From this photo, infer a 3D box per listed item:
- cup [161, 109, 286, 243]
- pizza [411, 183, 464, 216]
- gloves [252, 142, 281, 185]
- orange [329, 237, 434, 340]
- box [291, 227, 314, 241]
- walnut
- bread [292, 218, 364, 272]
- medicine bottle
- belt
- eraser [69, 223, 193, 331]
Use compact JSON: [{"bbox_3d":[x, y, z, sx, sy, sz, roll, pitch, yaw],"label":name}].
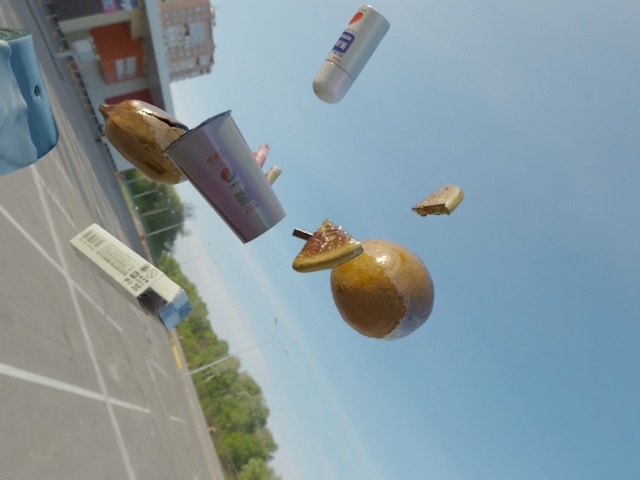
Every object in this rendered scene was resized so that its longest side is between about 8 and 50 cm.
[{"bbox_3d":[-0.219,-0.145,1.195,0.288,0.203,0.203,56,-16,-11],"label":"cup"},{"bbox_3d":[0.287,-0.090,1.189,0.041,0.131,0.178,61,13,-14],"label":"pizza"},{"bbox_3d":[-0.211,-0.184,1.370,0.145,0.241,0.126,16,-15,26],"label":"gloves"},{"bbox_3d":[0.147,0.118,1.214,0.264,0.265,0.264,54,-23,37],"label":"orange"},{"bbox_3d":[0.000,0.000,1.719,0.178,0.115,0.035,20,-84,19],"label":"box"},{"bbox_3d":[-0.522,-0.309,1.495,0.336,0.208,0.209,36,-8,-21],"label":"walnut"},{"bbox_3d":[0.032,0.017,1.023,0.136,0.154,0.054,1,-45,37],"label":"bread"},{"bbox_3d":[0.096,-0.637,1.711,0.130,0.340,0.130,33,10,-6],"label":"medicine bottle"},{"bbox_3d":[-0.508,-0.180,0.610,0.437,0.301,0.172,37,-42,44],"label":"belt"},{"bbox_3d":[-0.522,0.092,1.340,0.404,0.098,0.096,30,-33,27],"label":"eraser"}]
